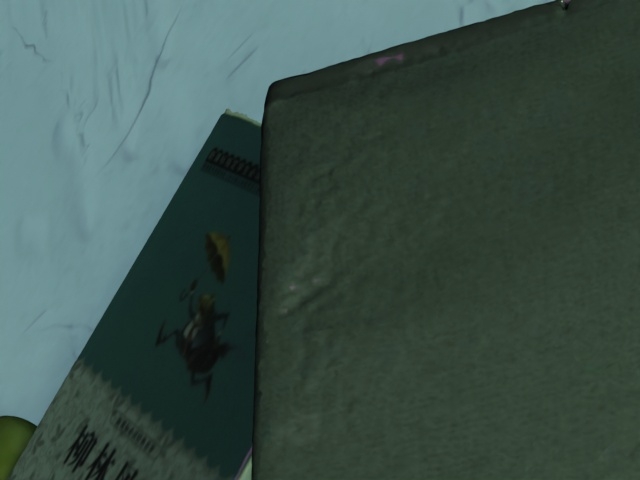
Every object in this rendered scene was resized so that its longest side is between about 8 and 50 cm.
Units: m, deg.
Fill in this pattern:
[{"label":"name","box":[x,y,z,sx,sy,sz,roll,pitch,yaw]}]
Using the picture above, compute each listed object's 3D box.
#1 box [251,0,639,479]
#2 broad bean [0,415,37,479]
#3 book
[{"label":"box","box":[0.126,0.093,0.605,0.251,0.204,0.345,-16,43,18]},{"label":"broad bean","box":[-0.243,0.199,1.224,0.174,0.082,0.124,-55,30,1]},{"label":"book","box":[-0.093,0.108,1.057,0.379,0.031,0.264,-61,29,-3]}]
